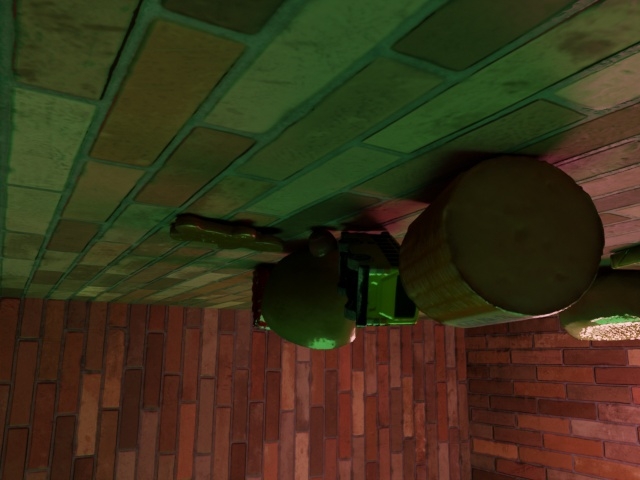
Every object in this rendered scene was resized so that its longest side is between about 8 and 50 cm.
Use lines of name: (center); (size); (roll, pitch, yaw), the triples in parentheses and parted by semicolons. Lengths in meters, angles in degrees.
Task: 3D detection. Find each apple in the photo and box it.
apple: (-0.002, 0.132, 1.390); (0.257, 0.234, 0.295); (11, -178, 17)

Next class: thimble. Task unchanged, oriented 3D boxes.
thimble: (-0.144, 0.169, 1.684); (0.124, 0.190, 0.163); (0, 144, -13)

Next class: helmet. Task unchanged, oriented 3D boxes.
helmet: (-0.001, -0.001, 1.202); (0.065, 0.049, 0.084); (-26, -162, 0)

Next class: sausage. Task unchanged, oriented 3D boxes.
sausage: (0.261, 0.018, 0.862); (0.232, 0.233, 0.287); (1, 168, -3)

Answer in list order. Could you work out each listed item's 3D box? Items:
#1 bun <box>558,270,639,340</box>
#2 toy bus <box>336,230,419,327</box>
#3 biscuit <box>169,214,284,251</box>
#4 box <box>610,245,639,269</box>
bun: (0.942, 0.199, 1.727); (0.363, 0.203, 0.364); (3, 161, 1)
toy bus: (0.113, 0.070, 1.126); (0.149, 0.128, 0.262); (0, -164, -6)
biscuit: (-0.197, -0.013, 1.191); (0.249, 0.036, 0.165); (10, 166, -24)
box: (0.863, 0.026, 1.300); (0.172, 0.043, 0.311); (2, 167, -8)
